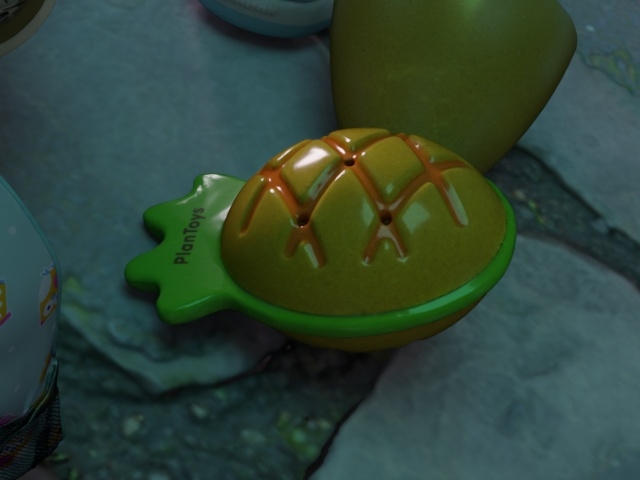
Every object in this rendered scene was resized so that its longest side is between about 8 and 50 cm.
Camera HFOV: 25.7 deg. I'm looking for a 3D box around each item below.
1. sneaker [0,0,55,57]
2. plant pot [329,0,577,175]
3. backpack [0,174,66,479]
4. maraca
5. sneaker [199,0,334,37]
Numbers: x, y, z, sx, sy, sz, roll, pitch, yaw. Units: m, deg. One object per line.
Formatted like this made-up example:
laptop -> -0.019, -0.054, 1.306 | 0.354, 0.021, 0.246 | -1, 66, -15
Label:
sneaker -> -0.268, -0.117, 0.511 | 0.410, 0.158, 0.182 | -14, 13, -26
plant pot -> 0.059, -0.080, 0.747 | 0.134, 0.134, 0.095 | 20, 73, -3
backpack -> -0.181, 0.028, 0.512 | 0.166, 0.188, 0.144 | 36, 49, 11
maraca -> 0.000, 0.000, 0.668 | 0.186, 0.099, 0.127 | -2, 37, 11
sneaker -> 0.022, -0.287, 0.839 | 0.127, 0.208, 0.319 | 18, 47, -3
